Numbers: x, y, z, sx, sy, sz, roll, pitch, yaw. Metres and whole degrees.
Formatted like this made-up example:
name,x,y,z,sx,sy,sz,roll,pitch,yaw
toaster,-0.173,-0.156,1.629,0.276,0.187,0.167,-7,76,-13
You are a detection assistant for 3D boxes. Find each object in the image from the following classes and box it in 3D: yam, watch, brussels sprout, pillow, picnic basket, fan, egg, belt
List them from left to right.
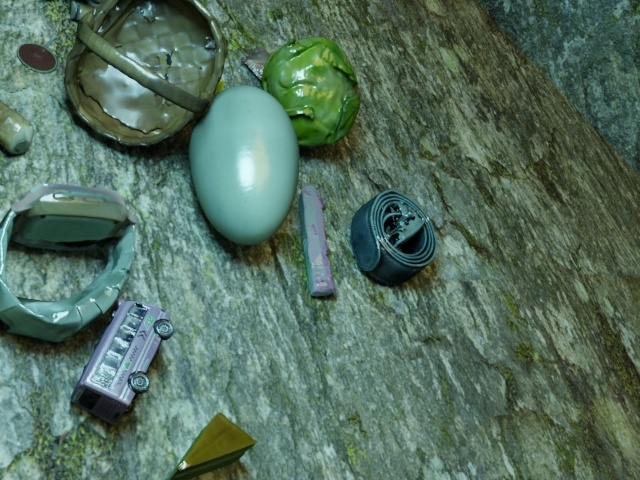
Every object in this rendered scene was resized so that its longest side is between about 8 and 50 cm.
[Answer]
name,x,y,z,sx,sy,sz,roll,pitch,yaw
yam,-0.668,-0.300,1.480,0.357,0.081,0.081,43,40,-2
fan,-0.582,-0.396,1.689,0.085,0.005,0.133,30,43,-16
watch,-0.429,0.043,1.340,0.253,0.162,0.241,4,61,-36
yam,-0.446,-0.499,1.861,0.264,0.046,0.046,6,53,-38
picnic basket,-0.340,-0.335,1.554,0.293,0.337,0.337,32,41,-13
egg,-0.157,-0.158,1.672,0.230,0.230,0.370,16,54,-30
pillow,-0.120,-0.423,2.073,0.185,0.043,0.118,43,38,-2
brussels sprout,-0.022,-0.358,1.945,0.294,0.227,0.259,-22,103,-47
belt,0.172,-0.005,1.906,0.206,0.116,0.267,44,37,-7

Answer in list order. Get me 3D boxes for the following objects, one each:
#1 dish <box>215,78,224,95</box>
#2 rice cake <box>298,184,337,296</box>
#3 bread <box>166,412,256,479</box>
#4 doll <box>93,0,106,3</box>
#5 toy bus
name,x,y,z,sx,sy,sz,roll,pitch,yaw
dish,-0.316,-0.343,1.812,0.208,0.080,0.148,-3,63,-43
rice cake,-0.002,0.000,1.804,0.081,0.051,0.290,17,47,-28
bread,-0.181,0.365,1.324,0.084,0.074,0.139,40,39,-1
doll,-0.511,-0.615,1.823,0.196,0.152,0.256,32,29,0
toy bus,-0.326,0.195,1.334,0.108,0.096,0.198,29,45,-12
